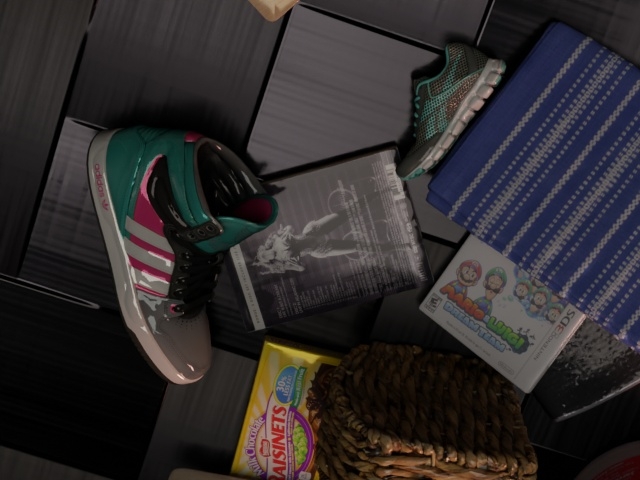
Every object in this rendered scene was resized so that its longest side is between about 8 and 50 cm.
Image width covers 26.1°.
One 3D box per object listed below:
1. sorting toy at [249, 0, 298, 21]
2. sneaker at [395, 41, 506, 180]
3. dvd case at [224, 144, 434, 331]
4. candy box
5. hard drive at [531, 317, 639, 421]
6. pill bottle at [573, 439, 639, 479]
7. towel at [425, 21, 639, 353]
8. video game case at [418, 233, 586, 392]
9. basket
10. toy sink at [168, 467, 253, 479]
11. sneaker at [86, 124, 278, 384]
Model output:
[{"bbox_3d":[-0.041,-0.393,1.384,0.257,0.089,0.255,-41,102,11],"label":"sorting toy"},{"bbox_3d":[0.124,-0.141,1.480,0.076,0.065,0.166,37,99,4],"label":"sneaker"},{"bbox_3d":[0.000,0.000,1.539,0.221,0.018,0.164,-15,106,5],"label":"dvd case"},{"bbox_3d":[-0.039,0.217,1.600,0.105,0.027,0.206,14,107,-2],"label":"candy box"},{"bbox_3d":[0.326,0.085,1.540,0.255,0.054,0.172,-34,103,10],"label":"hard drive"},{"bbox_3d":[0.388,0.391,1.447,0.229,0.407,0.229,0,107,1],"label":"pill bottle"},{"bbox_3d":[0.302,-0.048,1.423,0.336,0.040,0.243,38,91,18],"label":"towel"},{"bbox_3d":[0.208,0.064,1.512,0.157,0.019,0.143,38,101,22],"label":"video game case"},{"bbox_3d":[0.095,0.261,1.469,0.213,0.299,0.223,10,107,-2],"label":"basket"},{"bbox_3d":[-0.075,0.375,1.569,0.234,0.153,0.131,11,127,-4],"label":"toy sink"},{"bbox_3d":[-0.125,0.011,1.477,0.178,0.124,0.295,-7,107,29],"label":"sneaker"}]
